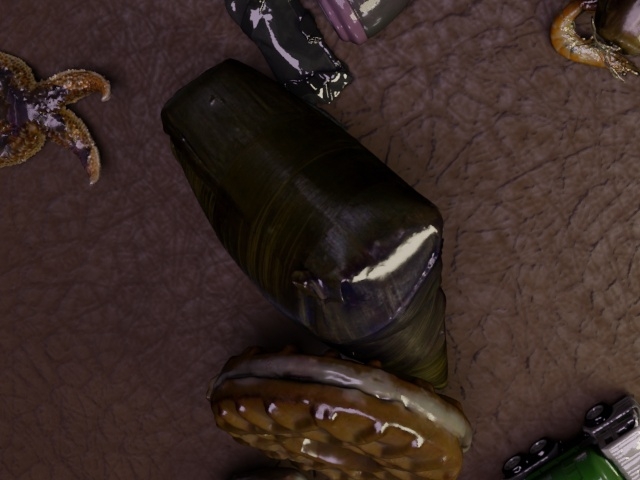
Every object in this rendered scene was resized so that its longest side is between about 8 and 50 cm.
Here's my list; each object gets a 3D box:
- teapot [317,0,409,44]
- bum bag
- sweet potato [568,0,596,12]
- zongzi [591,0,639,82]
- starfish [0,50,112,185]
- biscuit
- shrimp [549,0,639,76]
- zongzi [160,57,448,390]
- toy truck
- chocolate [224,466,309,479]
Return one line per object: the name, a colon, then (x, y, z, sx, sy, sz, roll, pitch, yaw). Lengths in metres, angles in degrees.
teapot: (0.060, -0.320, 1.252, 0.146, 0.148, 0.116, -31, 134, 5)
bum bag: (-0.043, -0.252, 1.299, 0.087, 0.049, 0.197, -33, 98, 9)
sweet potato: (0.384, -0.287, 1.241, 0.179, 0.044, 0.044, -1, 105, 8)
zongzi: (0.403, -0.303, 1.097, 0.111, 0.241, 0.247, 41, 80, -5)
starfish: (-0.367, -0.160, 1.359, 0.238, 0.071, 0.216, -24, 106, 23)
biscuit: (0.026, 0.224, 1.294, 0.332, 0.332, 0.103, 13, 67, 3)
shrimp: (0.338, -0.240, 1.255, 0.127, 0.025, 0.091, 28, 133, -8)
zongzi: (0.000, 0.000, 1.319, 0.208, 0.432, 0.403, -42, 60, -6)
toy truck: (0.333, 0.310, 1.362, 0.243, 0.125, 0.101, -37, 97, 13)
chocolate: (-0.023, 0.434, 1.445, 0.185, 0.100, 0.303, -21, 103, 36)
